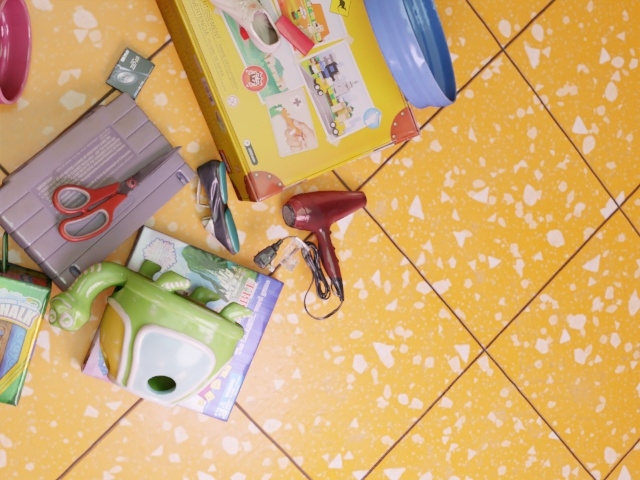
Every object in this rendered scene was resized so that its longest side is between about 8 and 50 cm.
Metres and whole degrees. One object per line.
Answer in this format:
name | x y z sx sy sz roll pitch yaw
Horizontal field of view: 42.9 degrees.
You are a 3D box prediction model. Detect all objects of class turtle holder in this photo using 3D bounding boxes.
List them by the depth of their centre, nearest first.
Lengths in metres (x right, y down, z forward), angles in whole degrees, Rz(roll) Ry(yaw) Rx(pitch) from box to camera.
turtle holder | -0.303 0.166 1.485 0.320 0.243 0.227 33 81 -49

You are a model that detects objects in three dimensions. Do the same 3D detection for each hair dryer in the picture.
hair dryer | 0.000 0.000 1.741 0.223 0.080 0.293 42 72 -23

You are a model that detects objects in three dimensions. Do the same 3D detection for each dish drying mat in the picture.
dish drying mat | -0.050 -0.386 1.532 0.083 0.008 0.032 40 83 -17

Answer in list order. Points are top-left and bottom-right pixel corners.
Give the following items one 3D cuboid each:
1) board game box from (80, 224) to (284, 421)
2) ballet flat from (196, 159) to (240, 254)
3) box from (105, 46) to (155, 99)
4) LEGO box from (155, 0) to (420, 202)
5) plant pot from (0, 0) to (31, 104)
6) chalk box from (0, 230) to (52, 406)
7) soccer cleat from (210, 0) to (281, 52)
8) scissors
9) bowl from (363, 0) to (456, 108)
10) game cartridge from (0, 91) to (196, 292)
board game box | -0.279 0.172 1.672 0.318 0.066 0.318 23 87 -18
ballet flat | -0.216 -0.066 1.681 0.074 0.074 0.203 -14 104 -17
box | -0.379 -0.333 1.626 0.067 0.018 0.083 32 84 -18
LEGO box | -0.073 -0.373 1.632 0.373 0.193 0.500 -24 101 -15
plant pot | -0.637 -0.355 1.458 0.180 0.201 0.201 7 92 -4
chalk box | -0.601 0.128 1.498 0.179 0.180 0.288 18 92 -18
soccer cleat | -0.139 -0.421 1.464 0.068 0.076 0.196 -46 105 -9
scissors | -0.371 -0.090 1.553 0.297 0.021 0.109 -26 93 -34
bowl | 0.171 -0.449 1.635 0.077 0.391 0.391 -17 101 20
game cartridge | -0.433 -0.101 1.557 0.230 0.068 0.355 49 60 -11
